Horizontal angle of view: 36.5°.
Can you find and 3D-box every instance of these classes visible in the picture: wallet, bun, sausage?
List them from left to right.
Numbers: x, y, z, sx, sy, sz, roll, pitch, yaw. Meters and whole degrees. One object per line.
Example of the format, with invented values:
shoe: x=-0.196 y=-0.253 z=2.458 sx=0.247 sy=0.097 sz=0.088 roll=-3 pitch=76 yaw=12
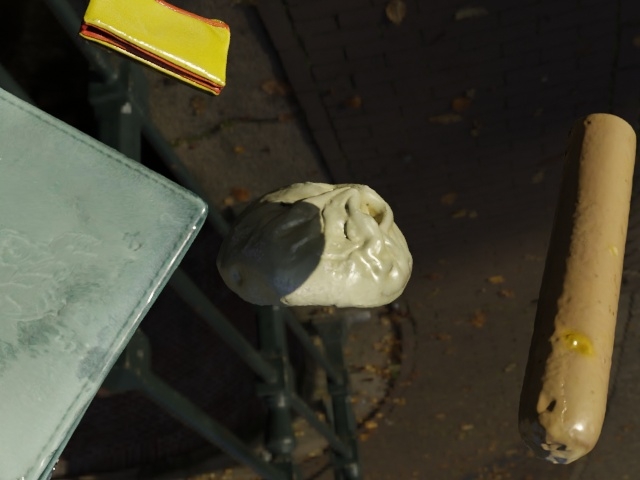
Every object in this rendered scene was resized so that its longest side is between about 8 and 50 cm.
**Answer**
wallet: x=-0.263 y=0.034 z=0.775 sx=0.251 sy=0.290 sz=0.054 roll=30 pitch=163 yaw=6
wallet: x=-0.260 y=-0.327 z=1.539 sx=0.241 sy=0.141 sz=0.067 roll=22 pitch=140 yaw=-25
bun: x=0.000 y=0.000 z=1.102 sx=0.231 sy=0.133 sz=0.231 roll=3 pitch=-169 yaw=-1
sausage: x=0.199 y=0.029 z=0.740 sx=0.066 sy=0.301 sz=0.065 roll=15 pitch=148 yaw=9
